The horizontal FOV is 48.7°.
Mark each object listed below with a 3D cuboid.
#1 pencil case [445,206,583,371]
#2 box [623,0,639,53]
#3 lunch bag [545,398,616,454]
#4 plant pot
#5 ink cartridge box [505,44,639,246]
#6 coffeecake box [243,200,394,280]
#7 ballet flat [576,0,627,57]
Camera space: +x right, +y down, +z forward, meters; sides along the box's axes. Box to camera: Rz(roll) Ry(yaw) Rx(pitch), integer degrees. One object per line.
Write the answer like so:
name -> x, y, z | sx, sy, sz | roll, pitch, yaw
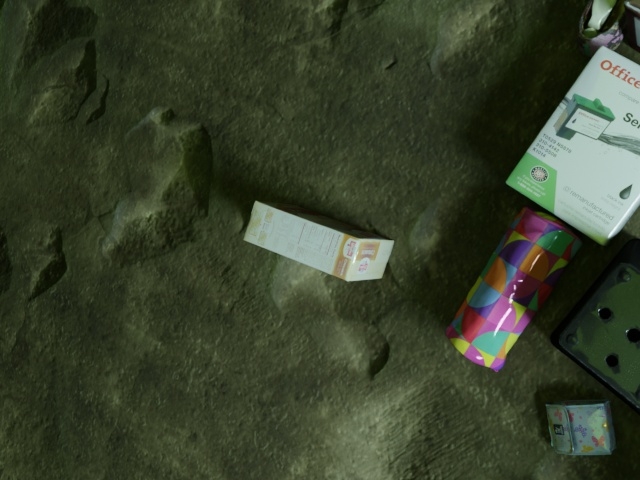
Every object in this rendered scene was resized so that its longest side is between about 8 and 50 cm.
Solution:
pencil case -> 0.270, 0.070, 1.000 | 0.104, 0.104, 0.236 | 35, 105, 22
box -> 0.536, -0.387, 0.836 | 0.143, 0.191, 0.381 | 37, 105, 21
lunch bag -> 0.357, 0.258, 0.975 | 0.083, 0.053, 0.071 | -10, 83, 34
plant pot -> 0.401, 0.117, 0.886 | 0.187, 0.167, 0.188 | 42, 107, 27
ink cartridge box -> 0.382, -0.125, 0.952 | 0.160, 0.092, 0.219 | 37, 104, 21
coffeecake box -> 0.000, 0.000, 1.100 | 0.185, 0.142, 0.068 | 21, 98, 24
ballet flat -> 0.410, -0.357, 0.953 | 0.077, 0.079, 0.221 | 27, 100, 24
